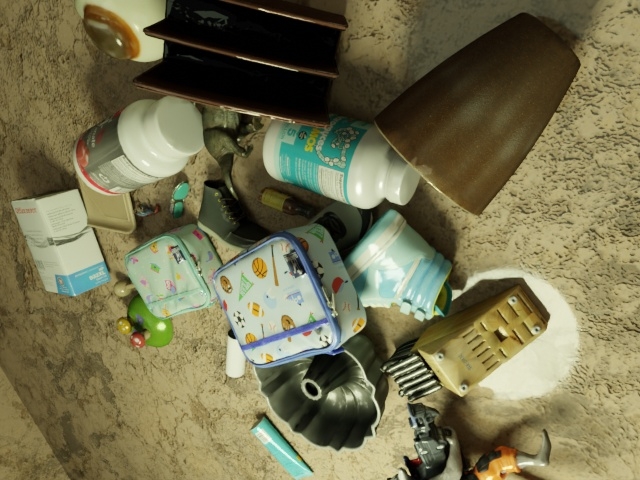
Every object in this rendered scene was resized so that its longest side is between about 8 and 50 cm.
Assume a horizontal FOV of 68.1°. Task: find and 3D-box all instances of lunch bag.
[{"bbox_3d":[-0.380,0.090,1.250,0.279,0.108,0.223,-19,99,38],"label":"lunch bag"},{"bbox_3d":[-0.064,0.115,0.890,0.304,0.115,0.242,-26,85,45],"label":"lunch bag"}]

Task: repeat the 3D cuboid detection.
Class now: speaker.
[{"bbox_3d":[-0.225,0.299,1.271,0.055,0.055,0.136,23,122,24],"label":"speaker"}]

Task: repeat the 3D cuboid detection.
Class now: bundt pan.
[{"bbox_3d":[0.010,0.301,1.071,0.331,0.124,0.330,14,118,28],"label":"bundt pan"}]

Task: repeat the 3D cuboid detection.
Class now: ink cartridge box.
[{"bbox_3d":[-0.810,0.003,1.479,0.223,0.129,0.307,1,111,41],"label":"ink cartridge box"}]

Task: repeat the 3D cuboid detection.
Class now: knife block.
[{"bbox_3d":[0.251,0.197,0.902,0.276,0.242,0.088,-36,89,-6],"label":"knife block"}]

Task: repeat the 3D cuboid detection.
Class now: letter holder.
[{"bbox_3d":[-0.118,-0.302,0.752,0.302,0.214,0.151,11,121,-8],"label":"letter holder"}]

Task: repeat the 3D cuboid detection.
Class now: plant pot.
[{"bbox_3d":[0.232,-0.191,0.673,0.215,0.215,0.230,46,114,9],"label":"plant pot"}]

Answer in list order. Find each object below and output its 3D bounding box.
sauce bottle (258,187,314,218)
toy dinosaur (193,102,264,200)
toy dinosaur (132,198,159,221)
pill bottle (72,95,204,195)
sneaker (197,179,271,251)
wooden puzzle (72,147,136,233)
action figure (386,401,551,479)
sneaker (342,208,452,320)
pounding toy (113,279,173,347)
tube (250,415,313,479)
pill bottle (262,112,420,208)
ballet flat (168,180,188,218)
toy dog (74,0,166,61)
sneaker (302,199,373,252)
[{"bbox_3d":[-0.072,-0.077,1.013,0.128,0.042,0.042,23,121,22],"label":"sauce bottle"},{"bbox_3d":[-0.201,-0.247,1.000,0.161,0.121,0.313,7,119,45],"label":"toy dinosaur"},{"bbox_3d":[-0.470,-0.082,1.295,0.082,0.047,0.090,17,153,16],"label":"toy dinosaur"},{"bbox_3d":[-0.414,-0.219,1.095,0.319,0.176,0.176,-11,103,37],"label":"pill bottle"},{"bbox_3d":[-0.197,-0.056,1.079,0.222,0.083,0.118,23,121,26],"label":"sneaker"},{"bbox_3d":[-0.610,-0.148,1.349,0.221,0.044,0.238,9,110,31],"label":"wooden puzzle"},{"bbox_3d":[0.270,0.447,0.885,0.331,0.178,0.341,-19,126,21],"label":"action figure"},{"bbox_3d":[0.124,0.105,0.913,0.208,0.127,0.319,37,139,2],"label":"sneaker"},{"bbox_3d":[-0.557,0.239,1.434,0.183,0.110,0.236,-6,107,35],"label":"pounding toy"},{"bbox_3d":[-0.111,0.589,1.329,0.207,0.052,0.080,50,133,-1],"label":"tube"},{"bbox_3d":[0.040,-0.144,0.841,0.264,0.146,0.146,21,120,25],"label":"pill bottle"},{"bbox_3d":[-0.363,-0.109,1.198,0.041,0.041,0.114,36,125,16],"label":"ballet flat"},{"bbox_3d":[-0.330,-0.543,0.871,0.396,0.284,0.407,24,125,0],"label":"toy dog"},{"bbox_3d":[0.000,0.000,0.957,0.272,0.108,0.100,-39,85,37],"label":"sneaker"}]
